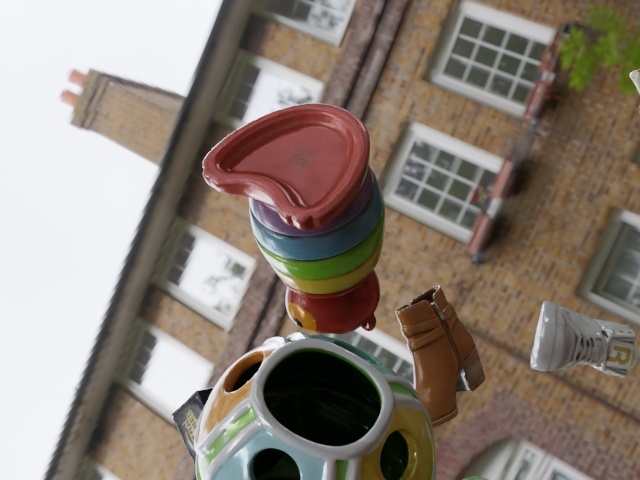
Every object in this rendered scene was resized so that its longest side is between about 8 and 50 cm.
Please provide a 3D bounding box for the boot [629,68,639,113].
[{"bbox_3d":[0.396,-0.149,1.217,0.085,0.059,0.158,-31,-53,13],"label":"boot"}]

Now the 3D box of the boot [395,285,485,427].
[{"bbox_3d":[0.138,0.162,1.491,0.197,0.073,0.152,-36,-76,-49],"label":"boot"}]

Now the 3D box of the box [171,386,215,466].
[{"bbox_3d":[-0.009,0.313,1.433,0.293,0.295,0.073,-2,-35,-50],"label":"box"}]

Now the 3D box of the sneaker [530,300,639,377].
[{"bbox_3d":[0.427,0.162,1.768,0.292,0.169,0.108,-16,-61,-74],"label":"sneaker"}]

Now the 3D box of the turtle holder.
[{"bbox_3d":[0.015,0.235,1.133,0.243,0.320,0.227,-27,-29,-23],"label":"turtle holder"}]

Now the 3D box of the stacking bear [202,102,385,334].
[{"bbox_3d":[0.000,0.000,1.279,0.164,0.175,0.289,-46,-36,-27],"label":"stacking bear"}]
